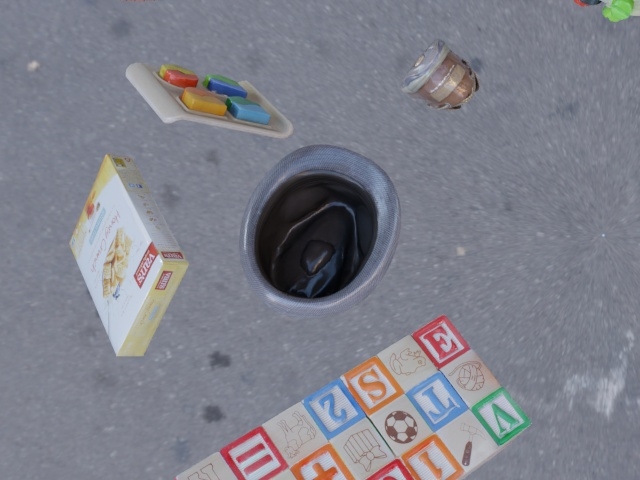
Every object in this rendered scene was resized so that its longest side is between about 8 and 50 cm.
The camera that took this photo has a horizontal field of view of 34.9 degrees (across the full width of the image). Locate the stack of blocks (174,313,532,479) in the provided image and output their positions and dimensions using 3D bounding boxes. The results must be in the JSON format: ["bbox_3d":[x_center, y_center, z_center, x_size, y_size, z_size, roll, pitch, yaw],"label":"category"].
[{"bbox_3d":[0.039,0.211,0.877,0.297,0.087,0.171,-28,71,-29],"label":"stack of blocks"}]

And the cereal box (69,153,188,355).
[{"bbox_3d":[-0.272,0.018,1.413,0.173,0.047,0.240,-61,43,27],"label":"cereal box"}]

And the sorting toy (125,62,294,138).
[{"bbox_3d":[-0.164,-0.216,1.520,0.193,0.208,0.038,48,126,47],"label":"sorting toy"}]

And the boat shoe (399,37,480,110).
[{"bbox_3d":[0.218,-0.280,1.811,0.116,0.324,0.123,39,105,0],"label":"boat shoe"}]

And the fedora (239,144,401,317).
[{"bbox_3d":[0.000,0.000,1.607,0.243,0.124,0.275,17,74,8],"label":"fedora"}]

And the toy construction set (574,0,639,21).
[{"bbox_3d":[0.476,-0.375,1.417,0.215,0.328,0.151,25,124,1],"label":"toy construction set"}]
